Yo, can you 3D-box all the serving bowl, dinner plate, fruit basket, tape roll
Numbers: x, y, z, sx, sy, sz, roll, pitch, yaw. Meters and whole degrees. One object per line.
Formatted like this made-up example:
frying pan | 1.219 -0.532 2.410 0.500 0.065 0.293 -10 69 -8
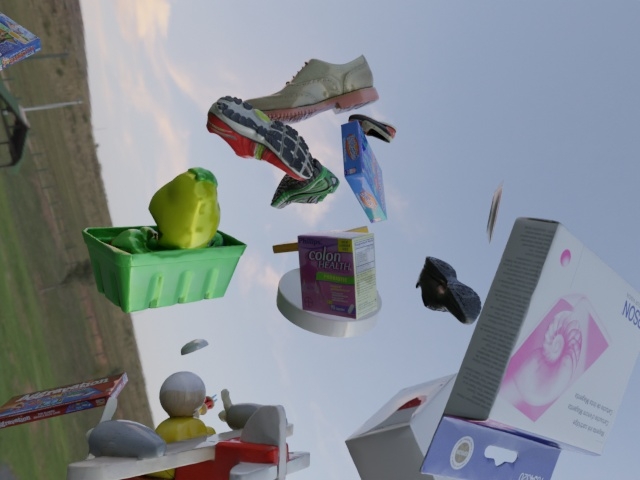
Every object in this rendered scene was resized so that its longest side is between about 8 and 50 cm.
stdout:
serving bowl | -0.365 0.303 1.454 0.083 0.083 0.027 -20 -91 60
dinner plate | 0.369 -0.060 1.073 0.017 0.141 0.141 11 -61 18
fruit basket | -0.379 -0.023 1.293 0.282 0.392 0.393 21 -58 41
tape roll | 0.033 0.214 1.837 0.392 0.391 0.072 37 -56 47

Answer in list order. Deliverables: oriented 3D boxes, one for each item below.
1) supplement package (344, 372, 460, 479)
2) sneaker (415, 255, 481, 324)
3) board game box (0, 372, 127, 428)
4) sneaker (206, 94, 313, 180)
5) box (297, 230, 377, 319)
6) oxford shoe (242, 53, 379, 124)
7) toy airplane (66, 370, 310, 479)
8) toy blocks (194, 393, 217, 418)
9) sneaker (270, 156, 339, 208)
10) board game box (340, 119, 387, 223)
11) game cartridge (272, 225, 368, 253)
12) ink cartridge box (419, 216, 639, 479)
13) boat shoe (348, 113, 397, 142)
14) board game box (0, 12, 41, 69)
supplement package | 0.224 0.444 1.125 0.177 0.293 0.175 -29 -98 33
sneaker | 0.361 0.163 1.453 0.130 0.109 0.286 -64 -160 21
board game box | -0.625 0.384 1.213 0.145 0.281 0.027 -145 -136 -81
sneaker | -0.141 -0.228 1.190 0.279 0.107 0.118 34 -41 -17
box | 0.051 0.099 1.552 0.213 0.117 0.243 4 -79 39
oxford shoe | -0.045 -0.398 1.349 0.140 0.396 0.147 -171 -113 -73
toy airplane | -0.214 0.358 0.902 0.386 0.384 0.273 111 -36 -60
toy blocks | -0.436 0.573 1.850 0.054 0.148 0.123 -17 -88 21
sneaker | -0.065 -0.169 1.804 0.343 0.146 0.134 -17 -135 56
board game box | 0.108 -0.163 1.234 0.210 0.047 0.160 52 30 -54
game cartridge | 0.000 0.000 2.175 0.285 0.323 0.053 -7 -83 50
ink cartridge box | 0.307 0.182 0.667 0.071 0.324 0.330 14 -100 53
boat shoe | 0.132 -0.296 1.335 0.136 0.043 0.049 21 -16 13
board game box | -0.797 -0.493 1.196 0.201 0.136 0.035 34 -39 1
